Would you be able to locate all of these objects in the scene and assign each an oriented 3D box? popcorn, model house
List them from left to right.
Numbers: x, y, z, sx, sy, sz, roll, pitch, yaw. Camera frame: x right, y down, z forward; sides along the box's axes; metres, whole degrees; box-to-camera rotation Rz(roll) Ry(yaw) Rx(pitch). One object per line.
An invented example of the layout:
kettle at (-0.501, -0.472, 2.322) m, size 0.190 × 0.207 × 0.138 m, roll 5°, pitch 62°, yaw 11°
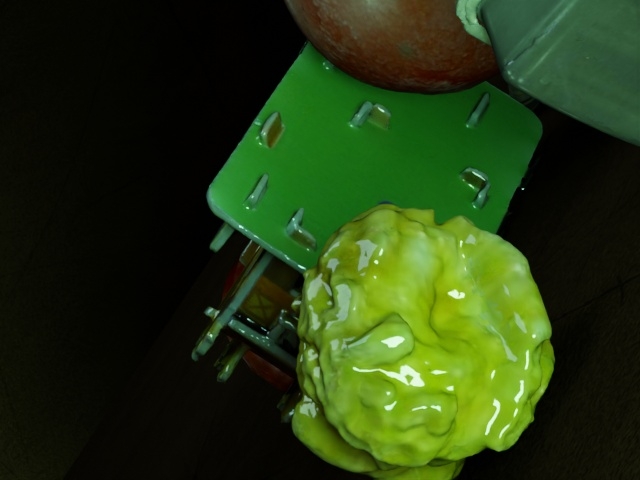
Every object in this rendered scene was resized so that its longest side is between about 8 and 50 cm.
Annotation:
model house at (0.000, 0.000, 1.816) m, size 0.313 × 0.242 × 0.357 m, roll -50°, pitch 9°, yaw 46°
popcorn at (0.064, 0.073, 1.337) m, size 0.197 × 0.197 × 0.155 m, roll -58°, pitch 8°, yaw -30°

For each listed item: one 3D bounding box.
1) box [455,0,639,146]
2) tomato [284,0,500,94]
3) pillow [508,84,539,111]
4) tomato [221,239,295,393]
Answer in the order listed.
box at (0.243, -0.197, 1.290) m, size 0.290 × 0.220 × 0.166 m, roll -46°, pitch 33°, yaw 41°
tomato at (0.093, -0.246, 1.684) m, size 0.265 × 0.265 × 0.265 m, roll -52°, pitch 8°, yaw 11°
pillow at (0.204, -0.209, 1.893) m, size 0.113 × 0.038 × 0.203 m, roll -58°, pitch -26°, yaw -25°
tomato at (-0.022, 0.046, 2.061) m, size 0.200 × 0.139 × 0.233 m, roll -48°, pitch 7°, yaw -8°
